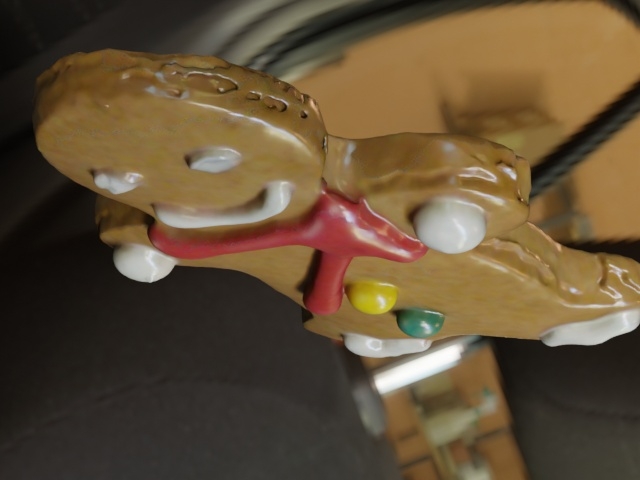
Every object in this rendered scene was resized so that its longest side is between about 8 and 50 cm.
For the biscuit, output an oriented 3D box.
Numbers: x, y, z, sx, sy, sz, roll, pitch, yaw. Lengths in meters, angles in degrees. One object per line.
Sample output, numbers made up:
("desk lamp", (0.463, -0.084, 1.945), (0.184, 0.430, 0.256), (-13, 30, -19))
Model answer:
("biscuit", (0.000, 0.000, 0.767), (0.340, 0.216, 0.047), (32, 57, -56))
